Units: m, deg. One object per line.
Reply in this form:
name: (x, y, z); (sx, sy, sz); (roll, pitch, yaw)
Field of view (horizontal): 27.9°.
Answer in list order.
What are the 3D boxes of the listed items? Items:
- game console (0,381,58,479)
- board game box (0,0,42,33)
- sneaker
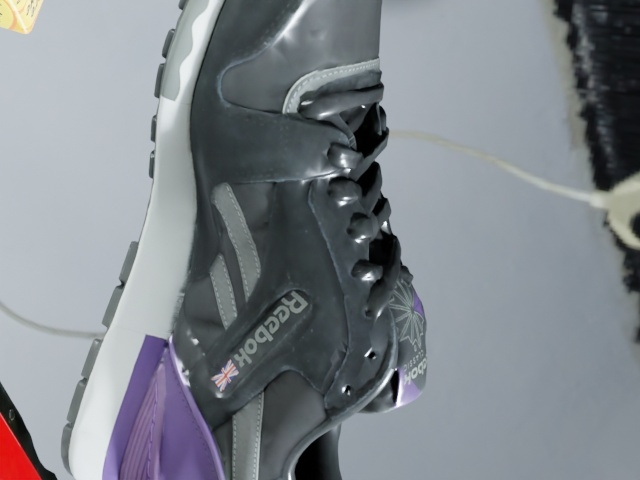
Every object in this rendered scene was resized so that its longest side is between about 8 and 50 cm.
game console: (-0.126, 0.083, 0.384); (0.124, 0.085, 0.144); (-84, 163, -45)
board game box: (-0.283, -0.371, 0.659); (0.356, 0.356, 0.356); (18, 82, -1)
sneaker: (0.000, 0.000, 0.503); (0.107, 0.124, 0.283); (-31, 143, -59)
